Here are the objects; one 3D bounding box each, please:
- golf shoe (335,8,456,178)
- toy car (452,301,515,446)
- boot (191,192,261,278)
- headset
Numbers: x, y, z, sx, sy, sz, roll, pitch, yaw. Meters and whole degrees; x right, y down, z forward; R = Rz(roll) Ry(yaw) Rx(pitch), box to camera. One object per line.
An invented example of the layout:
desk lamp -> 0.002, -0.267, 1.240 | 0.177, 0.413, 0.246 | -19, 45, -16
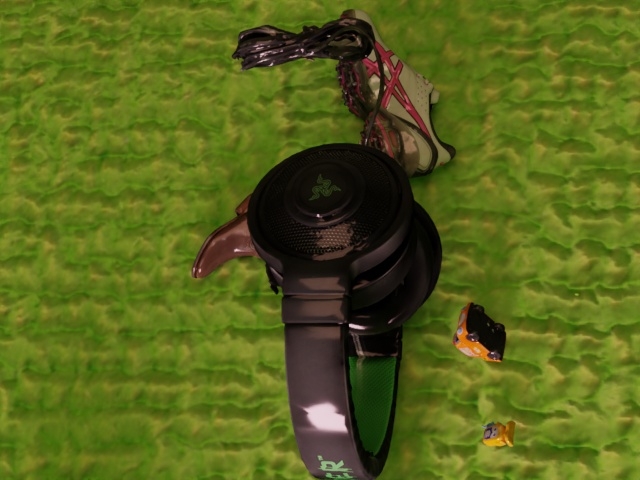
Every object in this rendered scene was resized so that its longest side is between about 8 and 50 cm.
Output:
golf shoe -> 0.067, -0.142, 1.082 | 0.086, 0.067, 0.186 | -13, 71, -15
toy car -> 0.136, 0.119, 0.985 | 0.040, 0.060, 0.122 | -21, 58, 41
boot -> -0.053, 0.024, 1.073 | 0.114, 0.037, 0.106 | 38, 88, 16
headset -> 0.000, 0.000, 0.947 | 0.185, 0.243, 0.394 | 0, 77, 14
